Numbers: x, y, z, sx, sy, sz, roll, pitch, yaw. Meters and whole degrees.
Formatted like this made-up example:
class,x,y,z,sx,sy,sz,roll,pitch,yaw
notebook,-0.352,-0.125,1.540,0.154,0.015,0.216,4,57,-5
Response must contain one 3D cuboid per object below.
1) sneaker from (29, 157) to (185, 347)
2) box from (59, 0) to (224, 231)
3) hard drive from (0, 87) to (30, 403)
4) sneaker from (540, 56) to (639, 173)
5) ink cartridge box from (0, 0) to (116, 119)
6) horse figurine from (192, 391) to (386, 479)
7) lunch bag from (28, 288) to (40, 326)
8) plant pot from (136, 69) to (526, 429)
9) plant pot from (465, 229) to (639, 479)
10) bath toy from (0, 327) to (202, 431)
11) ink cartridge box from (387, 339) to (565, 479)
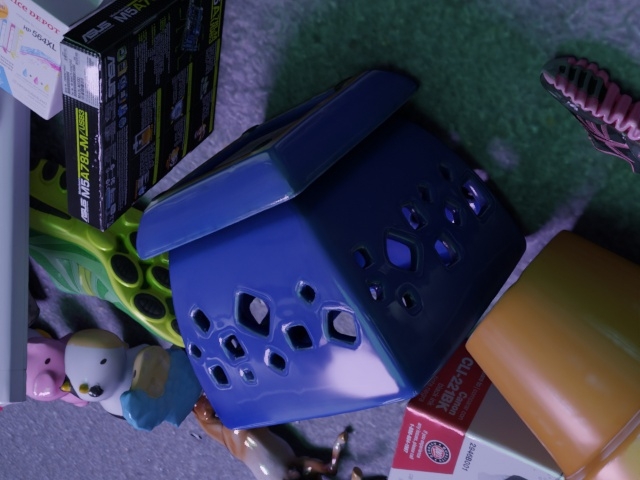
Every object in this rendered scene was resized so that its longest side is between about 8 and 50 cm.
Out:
class,x,y,z,sx,sy,sz,roll,pitch,yaw
sneaker,-0.241,0.017,1.112,0.295,0.109,0.123,37,151,8
box,-0.152,-0.131,0.855,0.045,0.184,0.191,24,136,13
hard drive,-0.425,-0.002,1.050,0.233,0.047,0.353,-3,83,15
sneaker,0.214,-0.092,0.744,0.119,0.047,0.057,35,148,6
ink cartridge box,-0.257,-0.208,0.930,0.092,0.090,0.143,35,137,4
horse figurine,-0.044,0.259,1.190,0.263,0.066,0.174,41,131,2
lunch bag,-0.555,0.031,1.248,0.305,0.212,0.256,5,122,33
plant pot,0.000,0.000,0.832,0.236,0.236,0.212,-20,106,43
plant pot,0.229,0.097,0.782,0.188,0.205,0.205,41,138,13
bath toy,-0.324,0.175,1.257,0.348,0.129,0.151,1,131,36
ink cartridge box,0.214,0.242,0.964,0.273,0.114,0.197,22,134,16
